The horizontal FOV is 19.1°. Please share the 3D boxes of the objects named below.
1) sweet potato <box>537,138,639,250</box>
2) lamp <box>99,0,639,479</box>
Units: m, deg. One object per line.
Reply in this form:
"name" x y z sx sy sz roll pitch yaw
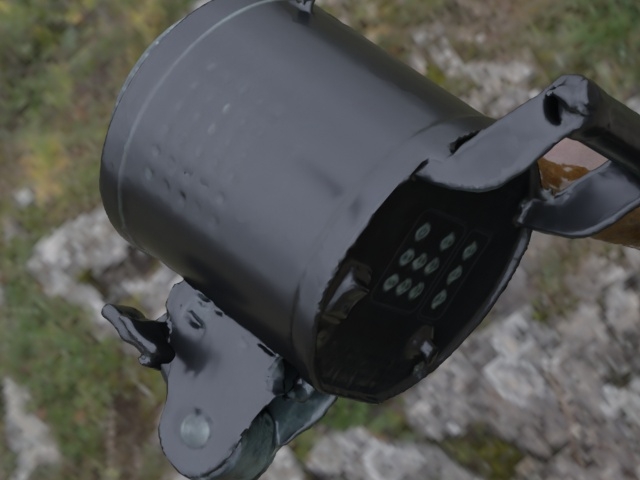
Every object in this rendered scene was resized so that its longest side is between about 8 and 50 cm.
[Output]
"sweet potato" 0.312 -0.025 1.400 0.109 0.385 0.109 -167 90 -70
"lamp" -0.001 -0.044 1.224 0.374 0.205 0.272 -42 63 18
